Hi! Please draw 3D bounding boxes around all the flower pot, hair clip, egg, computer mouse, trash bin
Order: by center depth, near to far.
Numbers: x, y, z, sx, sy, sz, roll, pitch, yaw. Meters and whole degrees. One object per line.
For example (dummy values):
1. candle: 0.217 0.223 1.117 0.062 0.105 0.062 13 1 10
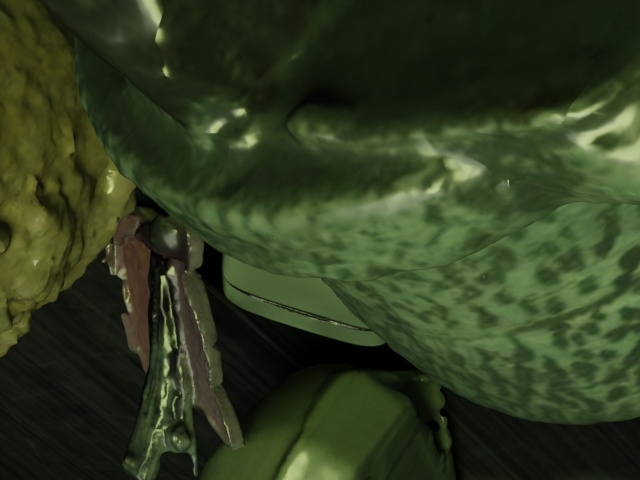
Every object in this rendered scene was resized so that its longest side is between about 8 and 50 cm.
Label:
1. flower pot: 0.066 -0.091 0.585 0.299 0.299 0.283 -4 147 37
2. egg: -0.249 -0.051 0.861 0.310 0.279 0.279 -10 161 -24
3. trash bin: 0.000 0.000 1.005 0.116 0.059 0.130 17 149 6
4. hair clip: -0.101 0.064 1.088 0.056 0.187 0.146 -7 -167 -27
5. computer mouse: -0.007 0.220 1.209 0.145 0.228 0.429 16 152 19
